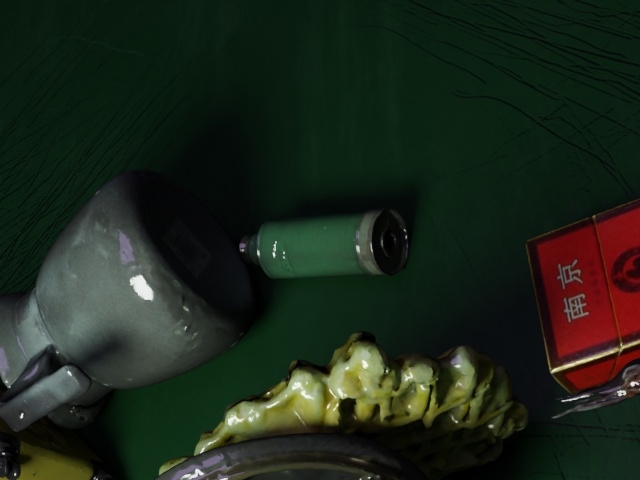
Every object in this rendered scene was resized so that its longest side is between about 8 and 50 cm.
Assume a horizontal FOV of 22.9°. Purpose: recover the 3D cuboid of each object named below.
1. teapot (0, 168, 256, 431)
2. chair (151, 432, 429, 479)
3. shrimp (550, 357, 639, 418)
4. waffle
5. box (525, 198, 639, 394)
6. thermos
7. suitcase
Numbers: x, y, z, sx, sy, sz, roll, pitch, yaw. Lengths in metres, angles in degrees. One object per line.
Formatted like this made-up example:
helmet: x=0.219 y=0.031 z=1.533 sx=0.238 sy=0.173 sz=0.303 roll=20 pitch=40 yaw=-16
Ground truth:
teapot: x=-0.232 y=0.109 z=1.709 sx=0.285 sy=0.223 sz=0.305 roll=-36 pitch=40 yaw=21
chair: x=0.001 y=0.390 z=1.242 sx=0.365 sy=0.361 sz=0.410 roll=-15 pitch=42 yaw=-3
shrimp: x=0.362 y=0.119 z=1.359 sx=0.343 sy=0.145 sz=0.116 roll=-15 pitch=29 yaw=20
waffle: x=0.025 y=0.187 z=1.435 sx=0.317 sy=0.297 sz=0.073 roll=-33 pitch=57 yaw=23
box: x=0.321 y=0.035 z=1.475 sx=0.240 sy=0.074 sz=0.153 roll=-22 pitch=56 yaw=22
thermos: x=-0.003 y=0.001 z=1.713 sx=0.188 sy=0.073 sz=0.083 roll=-3 pitch=62 yaw=33
suitcase: x=-0.358 y=0.248 z=1.718 sx=0.235 sy=0.194 sz=0.143 roll=35 pitch=94 yaw=43
